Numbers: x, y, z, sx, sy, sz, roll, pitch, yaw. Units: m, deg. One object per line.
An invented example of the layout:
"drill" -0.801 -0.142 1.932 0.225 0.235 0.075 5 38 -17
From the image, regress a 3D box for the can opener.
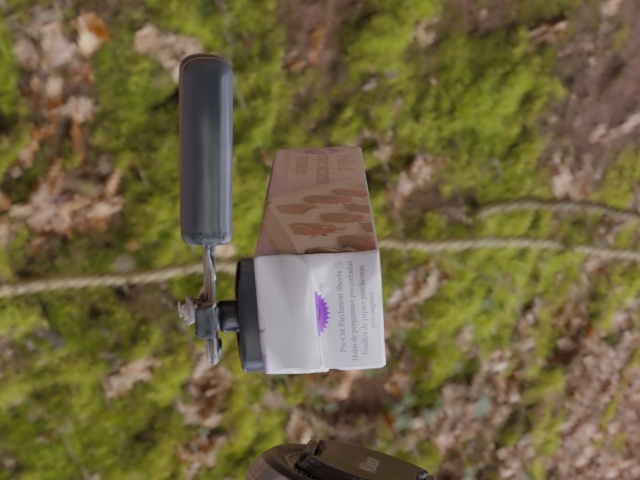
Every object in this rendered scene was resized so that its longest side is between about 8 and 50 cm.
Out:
"can opener" -0.085 -0.023 1.219 0.093 0.280 0.074 -6 -167 -8

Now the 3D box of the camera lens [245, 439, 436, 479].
"camera lens" 0.011 0.340 1.306 0.219 0.274 0.219 15 -177 -1

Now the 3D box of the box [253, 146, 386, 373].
"box" 0.000 0.000 0.827 0.063 0.067 0.324 -3 -166 1
